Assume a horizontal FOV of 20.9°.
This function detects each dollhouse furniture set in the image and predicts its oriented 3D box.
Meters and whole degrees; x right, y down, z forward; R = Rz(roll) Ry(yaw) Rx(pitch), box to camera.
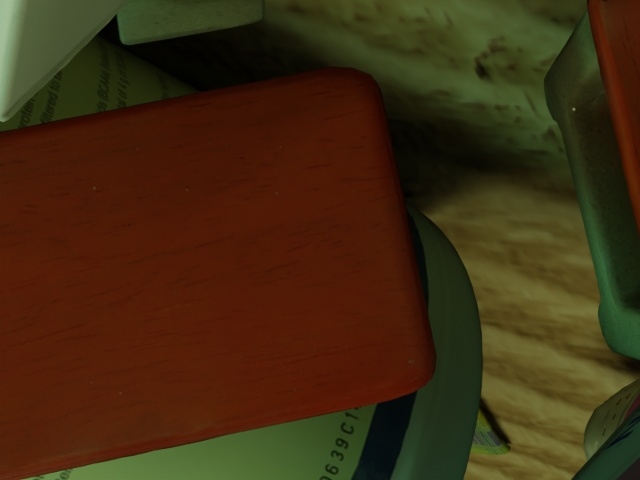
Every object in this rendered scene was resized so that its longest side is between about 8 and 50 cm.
[{"bbox_3d":[0.000,0.000,0.422,0.259,0.262,0.135,-13,176,-4],"label":"dollhouse furniture set"}]

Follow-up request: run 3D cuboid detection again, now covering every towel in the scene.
[{"bbox_3d":[0.066,0.096,0.937,0.060,0.009,0.083,6,156,26],"label":"towel"}]

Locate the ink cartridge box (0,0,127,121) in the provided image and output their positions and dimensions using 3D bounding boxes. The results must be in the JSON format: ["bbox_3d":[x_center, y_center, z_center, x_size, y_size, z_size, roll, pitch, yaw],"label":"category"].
[{"bbox_3d":[-0.113,-0.130,0.324,0.190,0.082,0.140,27,131,9],"label":"ink cartridge box"}]

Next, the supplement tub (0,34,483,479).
[{"bbox_3d":[-0.131,0.031,0.625,0.324,0.235,0.235,28,156,-23],"label":"supplement tub"}]

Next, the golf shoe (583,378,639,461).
[{"bbox_3d":[0.255,0.125,0.761,0.306,0.115,0.140,24,172,-8],"label":"golf shoe"}]

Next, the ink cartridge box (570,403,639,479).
[{"bbox_3d":[0.126,0.089,0.471,0.071,0.324,0.330,48,155,2],"label":"ink cartridge box"}]
